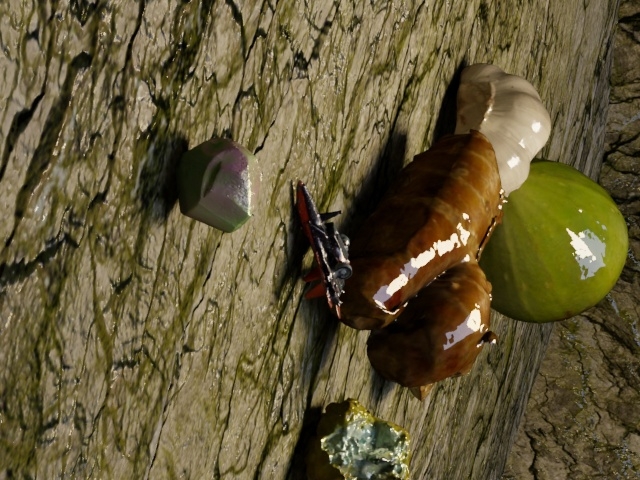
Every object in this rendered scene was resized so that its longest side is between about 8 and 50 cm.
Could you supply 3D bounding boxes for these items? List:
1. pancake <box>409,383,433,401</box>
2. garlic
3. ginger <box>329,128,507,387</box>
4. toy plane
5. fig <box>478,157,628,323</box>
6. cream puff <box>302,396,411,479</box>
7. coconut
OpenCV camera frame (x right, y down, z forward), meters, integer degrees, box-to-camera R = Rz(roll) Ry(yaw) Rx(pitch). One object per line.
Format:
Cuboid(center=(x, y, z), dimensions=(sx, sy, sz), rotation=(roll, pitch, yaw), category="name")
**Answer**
Cuboid(center=(0.183, 0.066, 2.311), dimensions=(0.387, 0.082, 0.387), rotation=(10, 90, -77), category="pancake")
Cuboid(center=(0.293, -0.180, 2.301), dimensions=(0.178, 0.143, 0.229), rotation=(48, 27, -55), category="garlic")
Cuboid(center=(0.157, 0.029, 1.974), dimensions=(0.254, 0.176, 0.418), rotation=(52, 41, -22), category="ginger")
Cuboid(center=(0.004, 0.000, 1.719), dimensions=(0.130, 0.061, 0.189), rotation=(-93, 177, -48), category="toy plane")
Cuboid(center=(0.376, -0.015, 2.549), dimensions=(0.316, 0.316, 0.316), rotation=(13, 90, -73), category="fig")
Cuboid(center=(0.046, 0.286, 1.968), dimensions=(0.121, 0.156, 0.156), rotation=(-44, -160, 59), category="cream puff")
Cuboid(center=(-0.095, -0.055, 1.338), dimensions=(0.083, 0.081, 0.082), rotation=(-45, -157, 45), category="coconut")
